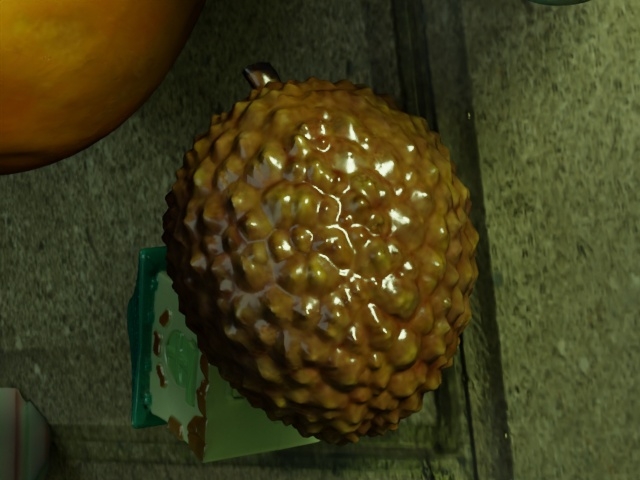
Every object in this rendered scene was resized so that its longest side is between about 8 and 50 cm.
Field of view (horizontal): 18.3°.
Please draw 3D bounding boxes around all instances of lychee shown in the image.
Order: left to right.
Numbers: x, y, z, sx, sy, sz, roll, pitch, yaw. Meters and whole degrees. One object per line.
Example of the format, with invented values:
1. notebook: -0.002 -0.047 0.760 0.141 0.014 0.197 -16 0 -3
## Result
1. lychee: 0.000 0.000 1.152 0.200 0.200 0.238 -45 53 48

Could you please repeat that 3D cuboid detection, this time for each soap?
1. soap: -0.274 0.181 1.642 0.149 0.100 0.056 -105 20 -59

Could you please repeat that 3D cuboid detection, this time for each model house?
1. model house: -0.073 0.066 1.340 0.149 0.100 0.127 24 114 53

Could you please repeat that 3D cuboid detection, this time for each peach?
1. peach: -0.243 -0.208 1.319 0.302 0.342 0.343 -51 51 19

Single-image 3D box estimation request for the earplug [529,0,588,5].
1. earplug: 0.066 -0.260 1.034 0.185 0.185 0.324 -48 61 47
